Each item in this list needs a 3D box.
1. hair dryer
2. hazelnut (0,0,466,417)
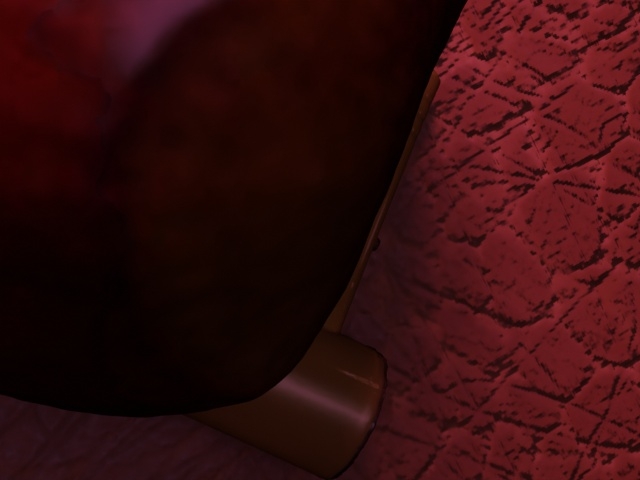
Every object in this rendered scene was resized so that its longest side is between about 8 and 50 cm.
[{"bbox_3d":[0.000,0.000,0.974,0.135,0.090,0.279,26,77,-15],"label":"hair dryer"},{"bbox_3d":[-0.104,-0.126,0.778,0.402,0.402,0.429,29,90,-17],"label":"hazelnut"}]
